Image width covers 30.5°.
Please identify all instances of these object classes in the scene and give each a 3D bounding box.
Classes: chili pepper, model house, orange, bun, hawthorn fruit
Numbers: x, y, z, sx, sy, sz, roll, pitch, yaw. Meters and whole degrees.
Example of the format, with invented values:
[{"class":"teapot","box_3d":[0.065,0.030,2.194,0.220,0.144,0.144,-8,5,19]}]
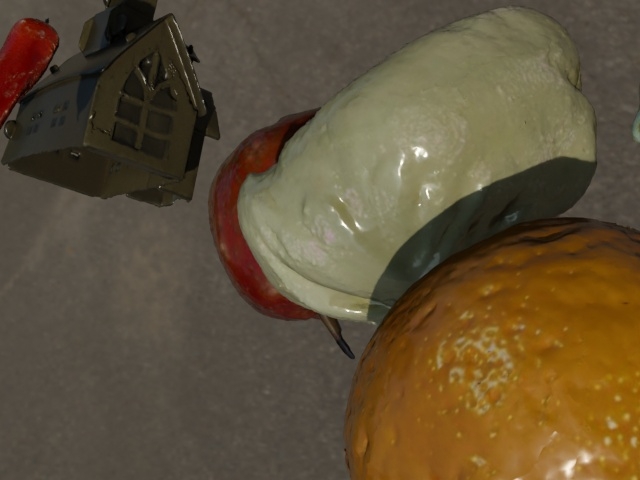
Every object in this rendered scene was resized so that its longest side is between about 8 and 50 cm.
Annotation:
[{"class":"chili pepper","box_3d":[-0.263,-0.128,0.973,0.027,0.045,0.178,96,-167,-59]},{"class":"model house","box_3d":[-0.211,-0.180,1.340,0.211,0.204,0.243,-7,69,50]},{"class":"orange","box_3d":[0.193,0.132,0.814,0.340,0.340,0.293,31,96,51]},{"class":"bun","box_3d":[0.115,-0.050,1.115,0.365,0.365,0.219,-42,76,33]},{"class":"hawthorn fruit","box_3d":[0.000,0.000,1.433,0.254,0.254,0.300,-33,74,38]}]

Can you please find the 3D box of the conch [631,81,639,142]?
[{"class":"conch","box_3d":[0.501,-0.167,1.503,0.203,0.386,0.170,-4,105,11]}]
